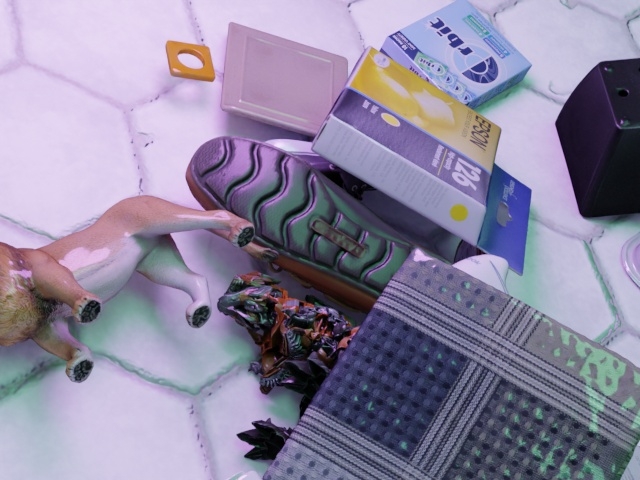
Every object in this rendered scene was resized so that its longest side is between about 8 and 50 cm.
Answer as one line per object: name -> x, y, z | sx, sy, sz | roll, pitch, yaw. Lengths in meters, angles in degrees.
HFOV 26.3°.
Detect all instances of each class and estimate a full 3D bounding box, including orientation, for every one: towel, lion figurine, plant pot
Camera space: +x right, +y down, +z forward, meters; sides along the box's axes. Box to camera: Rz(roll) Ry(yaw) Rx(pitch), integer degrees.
towel -> 0.154, 0.207, 1.433 | 0.324, 0.056, 0.312 | 30, 77, 17
lion figurine -> -0.263, 0.027, 1.568 | 0.392, 0.142, 0.240 | -18, 36, -40
plant pot -> 0.460, -0.162, 1.971 | 0.188, 0.167, 0.187 | -5, 56, -5

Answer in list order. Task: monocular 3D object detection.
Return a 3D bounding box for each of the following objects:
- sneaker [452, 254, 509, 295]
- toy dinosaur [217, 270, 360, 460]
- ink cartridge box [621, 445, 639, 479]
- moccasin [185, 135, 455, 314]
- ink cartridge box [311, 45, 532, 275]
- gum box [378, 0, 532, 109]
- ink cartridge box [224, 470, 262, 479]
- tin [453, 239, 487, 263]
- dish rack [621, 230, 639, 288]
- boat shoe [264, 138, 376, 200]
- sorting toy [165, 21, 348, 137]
sneaker -> 0.221, 0.154, 1.640 | 0.129, 0.111, 0.297 | -25, 103, -31
toy dinosaur -> 0.019, 0.151, 1.605 | 0.321, 0.164, 0.218 | 15, 31, 15
ink cartridge box -> 0.322, 0.330, 1.535 | 0.273, 0.114, 0.198 | 22, 40, -52
moccasin -> 0.001, -0.003, 1.717 | 0.380, 0.147, 0.139 | 26, 69, -9
ink cartridge box -> 0.156, -0.114, 1.790 | 0.307, 0.072, 0.304 | 29, 25, -3
gum box -> 0.204, -0.274, 2.058 | 0.184, 0.041, 0.157 | -32, 72, -36
ink cartridge box -> -0.077, 0.407, 1.383 | 0.207, 0.117, 0.283 | -27, 70, -35
tin -> 0.202, 0.065, 1.766 | 0.040, 0.106, 0.190 | 8, 52, -8
dish rack -> 0.624, 0.067, 1.971 | 0.285, 0.072, 0.333 | -29, 72, -37
boat shoe -> 0.026, -0.083, 1.820 | 0.228, 0.080, 0.076 | 7, 61, -19
sorting toy -> -0.053, -0.210, 1.898 | 0.347, 0.047, 0.196 | 16, 44, -16
